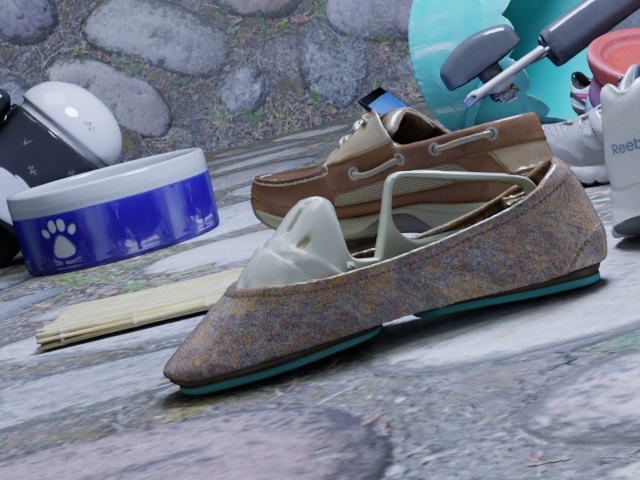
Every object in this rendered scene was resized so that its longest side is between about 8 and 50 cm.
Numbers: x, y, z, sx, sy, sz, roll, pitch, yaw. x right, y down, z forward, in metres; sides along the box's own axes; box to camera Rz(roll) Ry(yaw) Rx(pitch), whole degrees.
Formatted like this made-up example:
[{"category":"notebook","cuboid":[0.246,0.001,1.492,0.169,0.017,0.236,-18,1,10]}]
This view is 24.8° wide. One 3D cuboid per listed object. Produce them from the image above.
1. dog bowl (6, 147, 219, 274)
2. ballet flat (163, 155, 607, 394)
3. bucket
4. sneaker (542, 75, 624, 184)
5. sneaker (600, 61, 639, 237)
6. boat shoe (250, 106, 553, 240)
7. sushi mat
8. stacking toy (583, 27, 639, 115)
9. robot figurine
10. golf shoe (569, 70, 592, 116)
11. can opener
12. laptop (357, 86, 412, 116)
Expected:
[{"category":"dog bowl","cuboid":[-0.270,-0.040,1.908,0.265,0.104,0.265,-14,7,2]},{"category":"ballet flat","cuboid":[0.037,0.012,0.984,0.316,0.106,0.107,-16,8,-11]},{"category":"bucket","cuboid":[0.267,-0.282,2.107,0.183,0.281,0.281,-9,9,36]},{"category":"sneaker","cuboid":[0.321,-0.126,1.421,0.281,0.115,0.105,-6,11,45]},{"category":"sneaker","cuboid":[0.301,-0.092,1.175,0.111,0.129,0.297,-12,6,26]},{"category":"boat shoe","cuboid":[0.073,-0.065,1.317,0.324,0.116,0.123,-1,10,35]},{"category":"sushi mat","cuboid":[-0.092,0.042,1.324,0.316,0.019,0.151,-14,7,3]},{"category":"stacking toy","cuboid":[0.462,-0.167,1.625,0.279,0.130,0.309,25,42,38]},{"category":"robot figurine","cuboid":[-0.410,-0.099,2.084,0.278,0.173,0.209,-51,-20,-4]},{"category":"golf shoe","cuboid":[0.391,-0.193,1.855,0.067,0.086,0.186,-26,11,-40]},{"category":"can opener","cuboid":[0.272,-0.245,1.688,0.280,0.093,0.074,-32,-1,3]},{"category":"laptop","cuboid":[0.203,-0.155,1.756,0.264,0.136,0.234,-17,8,11]}]
